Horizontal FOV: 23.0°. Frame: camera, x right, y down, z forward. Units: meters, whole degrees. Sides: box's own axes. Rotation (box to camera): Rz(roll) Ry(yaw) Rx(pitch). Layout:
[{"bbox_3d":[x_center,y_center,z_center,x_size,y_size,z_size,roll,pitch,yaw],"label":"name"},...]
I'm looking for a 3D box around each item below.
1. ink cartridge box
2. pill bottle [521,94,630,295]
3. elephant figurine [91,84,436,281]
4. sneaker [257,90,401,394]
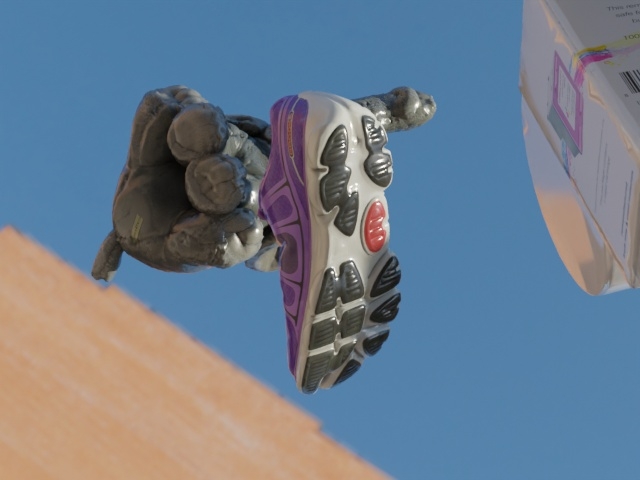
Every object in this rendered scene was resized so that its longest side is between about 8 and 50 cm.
[{"bbox_3d":[0.122,-0.045,0.505,0.089,0.122,0.052,-8,-52,-7],"label":"ink cartridge box"},{"bbox_3d":[0.347,-0.092,1.156,0.363,0.210,0.210,-16,-65,-5],"label":"pill bottle"},{"bbox_3d":[-0.045,-0.048,1.325,0.186,0.239,0.169,12,-75,39],"label":"elephant figurine"},{"bbox_3d":[0.000,0.000,0.847,0.071,0.068,0.170,23,-60,45],"label":"sneaker"}]
